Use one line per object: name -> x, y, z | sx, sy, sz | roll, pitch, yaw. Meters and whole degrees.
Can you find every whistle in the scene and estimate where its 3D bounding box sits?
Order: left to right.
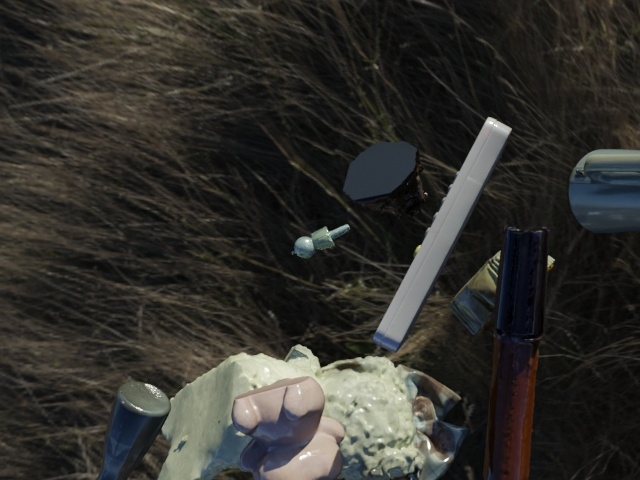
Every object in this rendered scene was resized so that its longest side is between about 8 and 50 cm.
whistle -> 0.000, 0.000, 1.317 | 0.100, 0.035, 0.035 | -25, 72, 3

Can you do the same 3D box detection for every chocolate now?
chocolate -> 0.138, -0.090, 1.528 | 0.156, 0.133, 0.156 | -22, 40, 20

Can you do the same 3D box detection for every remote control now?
remote control -> 0.123, -0.002, 0.849 | 0.034, 0.103, 0.250 | 27, 87, 8

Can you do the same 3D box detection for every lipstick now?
lipstick -> 0.289, 0.185, 1.246 | 0.077, 0.077, 0.418 | 7, 98, 29

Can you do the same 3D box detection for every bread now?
bread -> 0.388, 0.098, 1.766 | 0.110, 0.210, 0.192 | 45, 117, 16

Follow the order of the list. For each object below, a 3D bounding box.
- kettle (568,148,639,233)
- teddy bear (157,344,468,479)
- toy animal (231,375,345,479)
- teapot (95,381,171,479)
kettle -> 0.556, -0.101, 1.463 | 0.159, 0.211, 0.243 | -65, 21, -8
teddy bear -> -0.023, 0.322, 1.346 | 0.375, 0.362, 0.327 | -47, 33, 39
toy animal -> -0.021, 0.258, 0.932 | 0.124, 0.124, 0.212 | -14, 95, 27
teapot -> -0.152, 0.165, 0.646 | 0.043, 0.043, 0.110 | 33, 109, 28
